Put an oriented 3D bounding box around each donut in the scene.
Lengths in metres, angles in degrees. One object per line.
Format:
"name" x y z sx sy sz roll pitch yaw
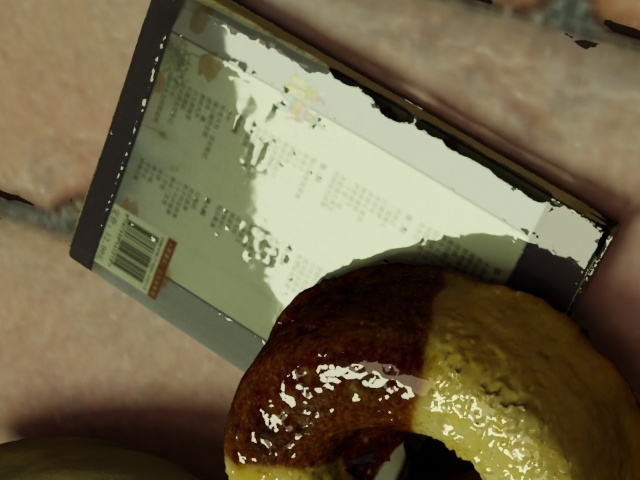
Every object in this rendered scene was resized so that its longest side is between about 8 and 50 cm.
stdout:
"donut" 0.040 0.095 0.585 0.184 0.073 0.166 22 114 18

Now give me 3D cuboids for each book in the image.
"book" 0.000 0.000 0.629 0.231 0.026 0.157 32 120 15

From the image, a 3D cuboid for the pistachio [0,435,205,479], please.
"pistachio" -0.113 0.160 0.669 0.226 0.136 0.136 8 109 30
